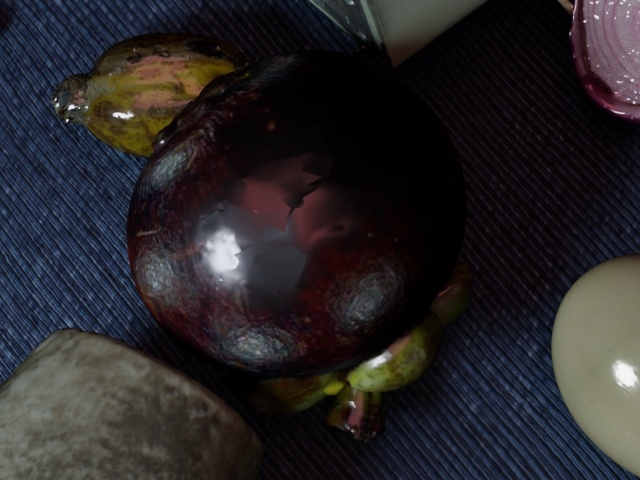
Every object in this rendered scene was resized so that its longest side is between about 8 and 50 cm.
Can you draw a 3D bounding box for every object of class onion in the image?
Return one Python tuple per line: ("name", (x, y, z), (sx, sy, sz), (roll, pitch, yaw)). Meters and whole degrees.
("onion", (0.320, -0.221, 1.601), (0.201, 0.200, 0.207), (-24, 97, -7))

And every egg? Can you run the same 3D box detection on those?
("egg", (0.314, 0.120, 1.502), (0.242, 0.186, 0.186), (43, 78, 5))

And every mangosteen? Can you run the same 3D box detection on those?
("mangosteen", (-0.009, -0.010, 1.483), (0.330, 0.330, 0.330), (0, 74, 0))

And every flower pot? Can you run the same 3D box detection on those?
("flower pot", (-0.214, 0.265, 1.421), (0.294, 0.293, 0.330), (27, 68, 7))

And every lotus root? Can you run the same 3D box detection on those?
("lotus root", (-0.151, -0.137, 1.614), (0.210, 0.120, 0.120), (-5, 74, -6))

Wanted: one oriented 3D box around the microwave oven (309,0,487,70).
("microwave oven", (0.040, -0.410, 1.551), (0.333, 0.247, 0.394), (-36, 51, -12))
